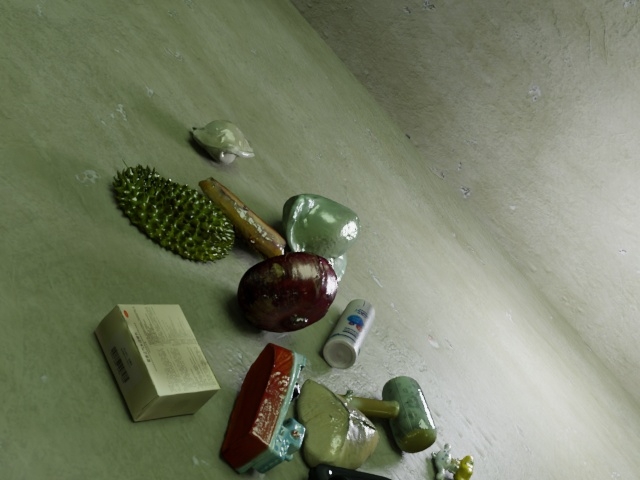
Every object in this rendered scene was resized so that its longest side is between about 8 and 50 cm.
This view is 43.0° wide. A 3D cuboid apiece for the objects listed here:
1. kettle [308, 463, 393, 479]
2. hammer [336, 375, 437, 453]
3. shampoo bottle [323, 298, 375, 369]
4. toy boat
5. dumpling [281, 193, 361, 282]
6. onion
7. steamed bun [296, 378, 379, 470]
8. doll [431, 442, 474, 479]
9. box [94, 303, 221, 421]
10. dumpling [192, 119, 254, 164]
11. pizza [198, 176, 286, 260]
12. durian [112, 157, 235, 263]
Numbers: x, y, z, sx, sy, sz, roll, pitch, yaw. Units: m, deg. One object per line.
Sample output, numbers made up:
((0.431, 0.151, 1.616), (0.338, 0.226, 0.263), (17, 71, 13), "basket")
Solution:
((0.147, 0.561, 1.645), (0.308, 0.203, 0.262), (19, 43, -23), "kettle")
((0.145, 0.419, 2.025), (0.305, 0.113, 0.202), (17, 34, -31), "hammer")
((0.088, 0.236, 2.194), (0.092, 0.092, 0.303), (44, 26, -3), "shampoo bottle")
((-0.091, 0.345, 1.707), (0.133, 0.145, 0.332), (38, 33, -15), "toy boat")
((0.006, -0.028, 2.326), (0.320, 0.212, 0.270), (12, 43, -33), "dumpling")
((-0.078, 0.126, 1.951), (0.246, 0.246, 0.190), (14, 50, -48), "onion")
((0.046, 0.434, 1.826), (0.231, 0.110, 0.212), (38, 29, -12), "steamed bun")
((0.339, 0.581, 2.116), (0.113, 0.071, 0.135), (16, 28, -16), "doll")
((-0.320, 0.234, 1.588), (0.168, 0.095, 0.212), (9, 43, -53), "box")
((-0.288, -0.285, 2.375), (0.199, 0.118, 0.136), (20, 27, -3), "dumpling")
((-0.213, -0.052, 2.160), (0.305, 0.085, 0.161), (42, 2, 8), "pizza")
((-0.356, -0.059, 1.987), (0.355, 0.157, 0.169), (37, -9, -22), "durian")
